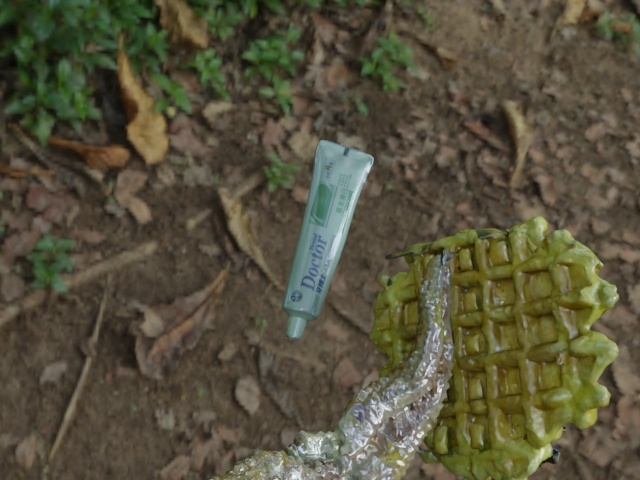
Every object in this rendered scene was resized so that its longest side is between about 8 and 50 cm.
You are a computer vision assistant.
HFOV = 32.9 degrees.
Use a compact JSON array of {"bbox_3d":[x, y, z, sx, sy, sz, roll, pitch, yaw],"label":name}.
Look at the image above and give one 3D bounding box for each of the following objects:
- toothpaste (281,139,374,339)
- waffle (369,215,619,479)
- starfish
[{"bbox_3d":[0.000,0.000,1.144,0.064,0.041,0.218,17,76,-4],"label":"toothpaste"},{"bbox_3d":[0.156,0.093,1.014,0.060,0.262,0.280,15,25,-41],"label":"waffle"},{"bbox_3d":[0.047,0.229,0.855,0.398,0.132,0.384,-14,73,-48],"label":"starfish"}]
